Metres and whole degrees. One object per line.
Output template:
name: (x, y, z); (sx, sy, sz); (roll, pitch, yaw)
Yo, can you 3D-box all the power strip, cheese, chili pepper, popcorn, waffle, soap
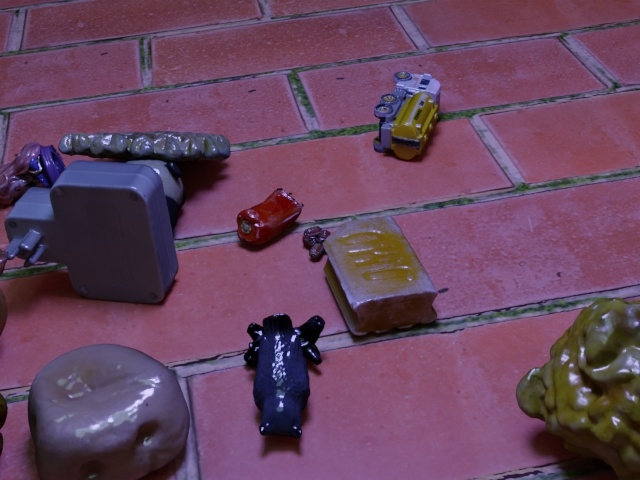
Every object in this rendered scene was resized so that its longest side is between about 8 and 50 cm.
power strip: (-0.381, -0.005, 1.625); (0.261, 0.229, 0.141); (5, 36, 13)
cheese: (-0.296, 0.239, 1.359); (0.235, 0.117, 0.218); (4, 37, 19)
chili pepper: (-0.096, -0.040, 1.790); (0.123, 0.073, 0.070); (-33, 1, -38)
popcorn: (0.391, 0.176, 1.279); (0.242, 0.235, 0.250); (-43, 34, -19)
waffle: (-0.331, -0.183, 1.947); (0.309, 0.056, 0.292); (3, 8, 20)
soap: (0.087, 0.052, 1.625); (0.140, 0.073, 0.232); (-7, 33, -12)

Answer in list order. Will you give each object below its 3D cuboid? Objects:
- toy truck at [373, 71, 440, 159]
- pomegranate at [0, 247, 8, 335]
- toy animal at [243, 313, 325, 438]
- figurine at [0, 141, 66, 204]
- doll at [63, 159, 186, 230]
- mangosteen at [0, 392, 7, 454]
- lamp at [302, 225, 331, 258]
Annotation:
toy truck: (0.181, -0.252, 2.047); (0.114, 0.098, 0.227); (11, 39, 15)
pomegranate: (-0.575, 0.101, 1.521); (0.207, 0.207, 0.207); (-3, 34, 2)
toy animal: (-0.046, 0.181, 1.416); (0.121, 0.117, 0.210); (0, 32, -5)
figurine: (-0.561, -0.131, 1.940); (0.157, 0.114, 0.126); (-7, -1, 6)
doll: (-0.355, -0.077, 1.820); (0.234, 0.135, 0.143); (-5, 32, 5)
mangosteen: (-0.516, 0.234, 1.325); (0.210, 0.209, 0.210); (-3, 34, 2)
lamp: (0.000, 0.000, 1.753); (0.063, 0.031, 0.083); (-13, 31, -14)
